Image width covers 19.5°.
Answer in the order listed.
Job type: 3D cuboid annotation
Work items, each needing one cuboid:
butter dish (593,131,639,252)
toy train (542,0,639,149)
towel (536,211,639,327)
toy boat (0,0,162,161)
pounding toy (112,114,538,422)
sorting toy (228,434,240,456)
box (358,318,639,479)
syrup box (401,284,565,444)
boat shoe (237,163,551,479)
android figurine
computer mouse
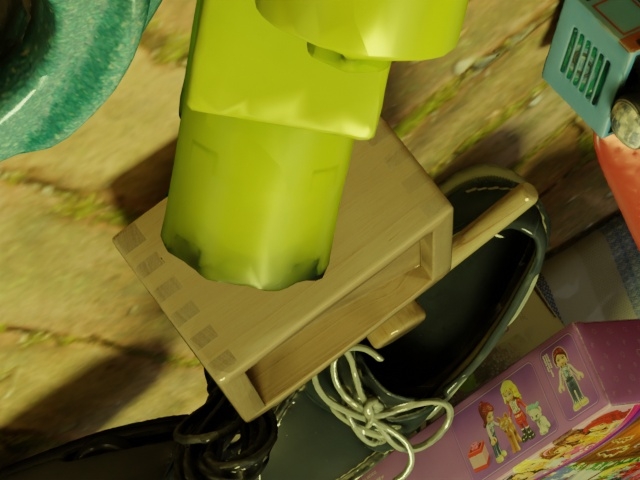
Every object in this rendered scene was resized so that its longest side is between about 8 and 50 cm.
[{"bbox_3d":[0.236,-0.064,1.104,0.160,0.118,0.160,-30,121,0],"label":"butter dish"},{"bbox_3d":[0.208,-0.105,0.964,0.184,0.105,0.080,-25,150,-26],"label":"toy train"},{"bbox_3d":[0.283,0.051,1.366,0.285,0.209,0.034,-31,-160,-15],"label":"towel"},{"bbox_3d":[-0.112,-0.094,0.410,0.267,0.148,0.318,-19,155,-38],"label":"toy boat"},{"bbox_3d":[0.008,-0.004,0.902,0.181,0.094,0.206,-37,167,-5],"label":"pounding toy"},{"bbox_3d":[-0.080,0.177,1.238,0.274,0.046,0.132,-35,161,-3],"label":"sorting toy"},{"bbox_3d":[0.137,0.139,1.169,0.201,0.057,0.293,0,150,-41],"label":"box"},{"bbox_3d":[0.091,0.086,1.231,0.096,0.093,0.237,-31,160,-10],"label":"syrup box"},{"bbox_3d":[0.041,0.071,1.064,0.254,0.095,0.079,-46,-163,15],"label":"boat shoe"},{"bbox_3d":[0.010,-0.134,0.436,0.248,0.056,0.273,-93,-165,-66],"label":"android figurine"},{"bbox_3d":[-0.136,0.138,0.997,0.272,0.072,0.188,-38,-170,13],"label":"computer mouse"}]
